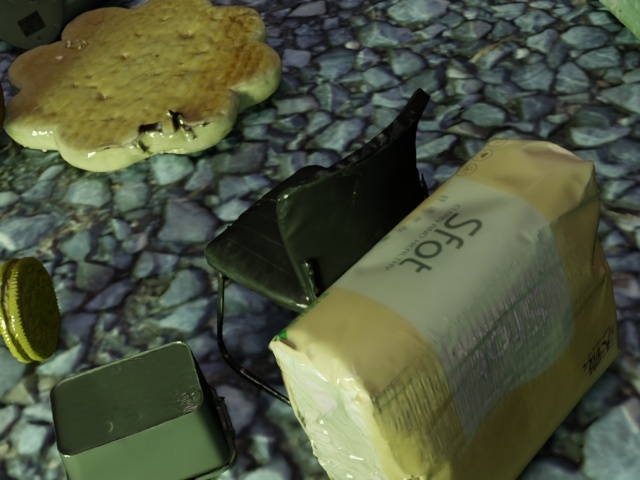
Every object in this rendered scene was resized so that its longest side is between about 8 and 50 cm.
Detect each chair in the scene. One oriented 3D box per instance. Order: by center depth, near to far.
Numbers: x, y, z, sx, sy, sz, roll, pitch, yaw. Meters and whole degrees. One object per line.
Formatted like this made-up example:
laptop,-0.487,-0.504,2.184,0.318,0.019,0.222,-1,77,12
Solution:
chair,0.000,0.000,0.594,0.145,0.221,0.140,29,56,35

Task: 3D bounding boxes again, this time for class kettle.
kettle,-0.341,-0.357,1.124,0.211,0.160,0.243,-17,24,36

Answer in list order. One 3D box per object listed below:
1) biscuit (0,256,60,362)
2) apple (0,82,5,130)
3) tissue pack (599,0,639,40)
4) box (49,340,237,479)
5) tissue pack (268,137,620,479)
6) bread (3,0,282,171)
biscuit,-0.230,0.054,0.685,0.023,0.084,0.084,-9,43,3
apple,-0.428,-0.128,0.839,0.237,0.207,0.237,-38,34,31
tissue pack,0.497,-0.289,0.846,0.388,0.162,0.287,-14,42,-3
box,-0.125,0.126,0.597,0.122,0.069,0.084,-19,45,-9
tissue pack,0.091,0.066,0.534,0.222,0.186,0.090,-39,38,-26
bread,-0.194,-0.177,0.948,0.316,0.054,0.316,-6,44,6
